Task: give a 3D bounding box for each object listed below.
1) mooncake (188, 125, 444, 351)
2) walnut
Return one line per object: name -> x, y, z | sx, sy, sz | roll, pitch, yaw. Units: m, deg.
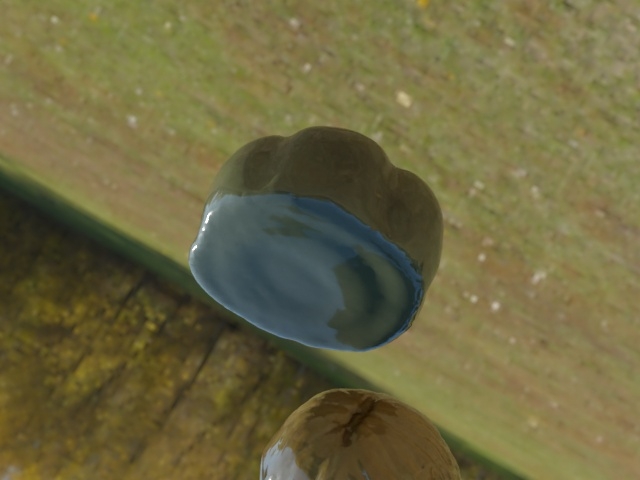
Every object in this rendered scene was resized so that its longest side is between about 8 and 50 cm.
mooncake -> 0.000, 0.000, 1.527 | 0.275, 0.135, 0.275 | 11, 137, 10
walnut -> 0.041, 0.283, 1.530 | 0.225, 0.261, 0.225 | -2, -153, 1
